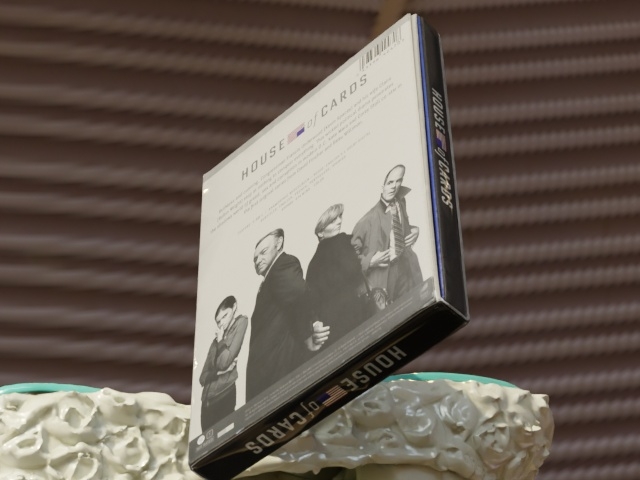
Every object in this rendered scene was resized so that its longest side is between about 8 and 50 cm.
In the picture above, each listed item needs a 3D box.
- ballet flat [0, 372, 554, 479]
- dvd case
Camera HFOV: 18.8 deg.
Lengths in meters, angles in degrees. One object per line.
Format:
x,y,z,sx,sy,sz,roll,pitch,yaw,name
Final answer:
-0.027,0.165,1.159,0.409,0.147,0.147,1,-71,-27,ballet flat
0.000,0.000,1.066,0.179,0.238,0.029,-36,-57,28,dvd case
